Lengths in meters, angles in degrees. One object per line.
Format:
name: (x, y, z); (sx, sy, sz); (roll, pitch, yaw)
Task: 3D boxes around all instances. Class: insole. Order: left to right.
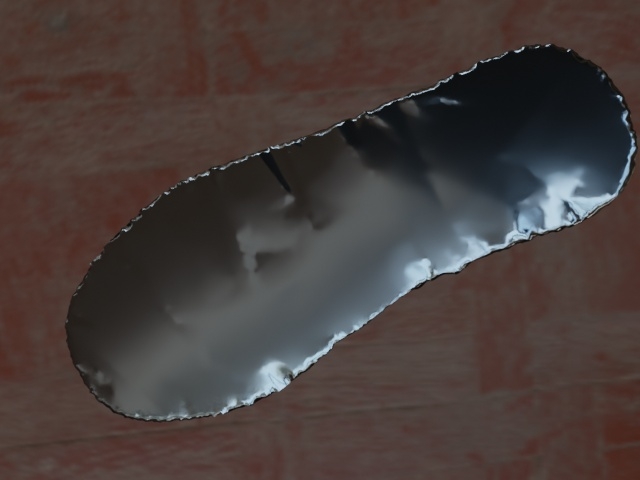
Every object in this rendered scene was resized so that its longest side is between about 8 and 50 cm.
insole: (0.000, 0.000, 0.623); (0.080, 0.232, 0.003); (57, 31, -9)
